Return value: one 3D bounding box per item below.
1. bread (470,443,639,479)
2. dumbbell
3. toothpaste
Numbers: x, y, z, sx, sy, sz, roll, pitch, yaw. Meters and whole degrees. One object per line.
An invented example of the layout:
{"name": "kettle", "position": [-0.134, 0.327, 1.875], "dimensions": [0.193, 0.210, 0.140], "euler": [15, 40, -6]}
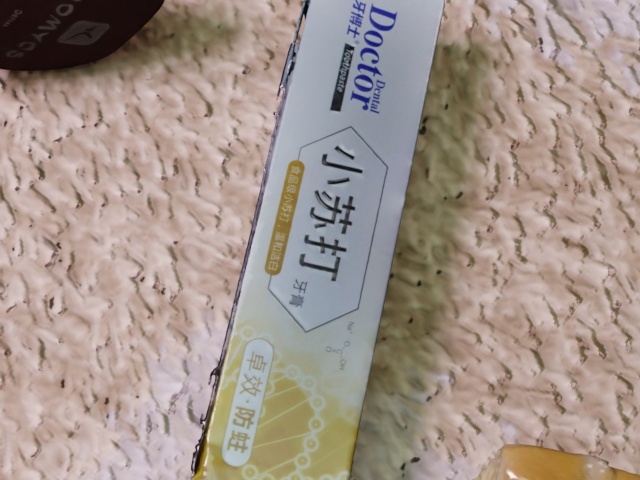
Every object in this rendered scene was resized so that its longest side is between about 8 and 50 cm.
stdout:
{"name": "bread", "position": [0.147, 0.245, 0.709], "dimensions": [0.239, 0.111, 0.246], "euler": [21, 56, -4]}
{"name": "dumbbell", "position": [-0.176, -0.223, 0.904], "dimensions": [0.124, 0.140, 0.225], "euler": [5, 64, -40]}
{"name": "toothpaste", "position": [0.000, 0.000, 0.863], "dimensions": [0.089, 0.071, 0.313], "euler": [13, 69, 0]}
